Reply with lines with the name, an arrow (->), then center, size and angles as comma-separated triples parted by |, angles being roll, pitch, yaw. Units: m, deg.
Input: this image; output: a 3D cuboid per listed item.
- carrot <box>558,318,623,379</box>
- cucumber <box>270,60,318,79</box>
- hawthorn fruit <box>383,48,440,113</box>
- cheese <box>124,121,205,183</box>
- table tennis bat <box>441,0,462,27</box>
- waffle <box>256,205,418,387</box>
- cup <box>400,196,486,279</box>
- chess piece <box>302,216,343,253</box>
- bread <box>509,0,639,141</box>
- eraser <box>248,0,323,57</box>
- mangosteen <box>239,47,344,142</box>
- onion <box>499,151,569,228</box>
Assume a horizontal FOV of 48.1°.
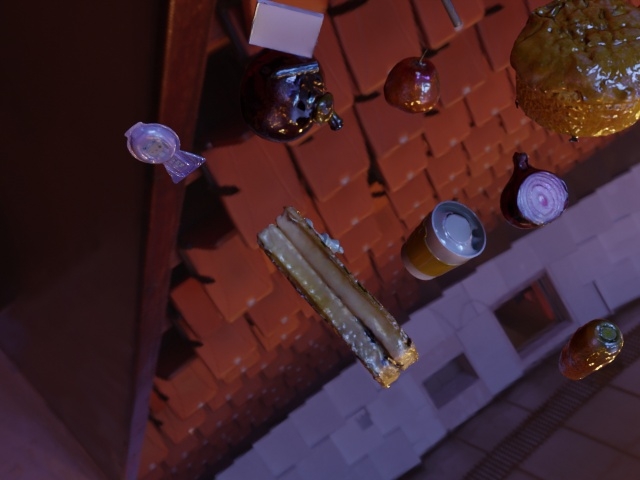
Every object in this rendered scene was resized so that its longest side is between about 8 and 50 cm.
carrot -> 0.505, 0.214, 1.364 | 0.087, 0.087, 0.193 | -38, 159, -23
cucumber -> -0.071, -0.450, 1.902 | 0.133, 0.032, 0.032 | -16, -173, -17
hawthorn fruit -> 0.195, -0.339, 1.538 | 0.125, 0.140, 0.125 | -18, -146, 13
cheese -> -0.342, -0.195, 1.554 | 0.105, 0.191, 0.042 | -35, -129, 17
table tennis bat -> 0.267, -0.632, 1.708 | 0.021, 0.274, 0.154 | -26, -156, 20
waffle -> 0.030, 0.095, 1.180 | 0.091, 0.308, 0.213 | -41, 163, -4
cup -> 0.362, -0.013, 2.143 | 0.226, 0.186, 0.241 | -47, -158, 51
chess piece -> 0.000, 0.000, 1.706 | 0.059, 0.149, 0.059 | -29, -134, 35
bread -> 0.674, -0.447, 1.792 | 0.399, 0.215, 0.398 | -4, -129, 5
eraser -> -0.077, -0.469, 1.587 | 0.023, 0.151, 0.103 | -93, -162, -48
mangosteen -> -0.097, -0.432, 2.120 | 0.293, 0.297, 0.297 | 16, -139, 31
onion -> 0.573, -0.141, 1.995 | 0.195, 0.218, 0.140 | -26, -178, -14
